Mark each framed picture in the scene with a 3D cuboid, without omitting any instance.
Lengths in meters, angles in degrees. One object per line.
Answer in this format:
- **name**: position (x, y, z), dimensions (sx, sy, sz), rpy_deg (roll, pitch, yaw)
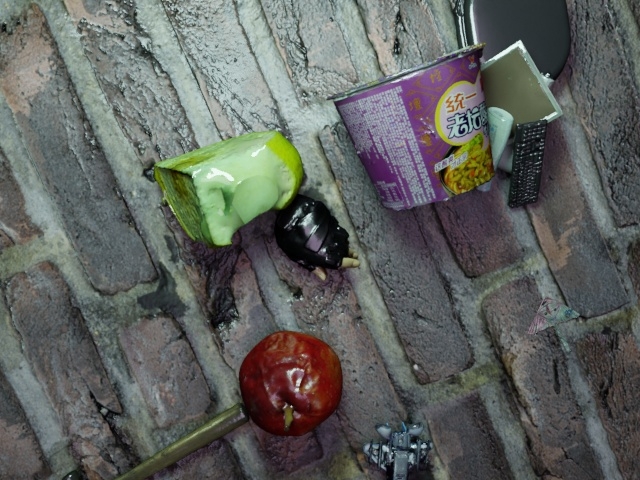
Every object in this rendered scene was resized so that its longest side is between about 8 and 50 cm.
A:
- **framed picture**: position (0.413, -0.314, 1.230), dimensions (0.142, 0.011, 0.183), rpy_deg (-30, 87, 23)

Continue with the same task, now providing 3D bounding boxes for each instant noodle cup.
- **instant noodle cup**: position (0.213, -0.229, 1.187), dimensions (0.340, 0.340, 0.266), rpy_deg (-21, 103, -3)

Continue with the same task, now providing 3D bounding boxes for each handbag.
- **handbag**: position (0.431, -0.477, 1.289), dimensions (0.254, 0.093, 0.308), rpy_deg (-10, 94, -2)

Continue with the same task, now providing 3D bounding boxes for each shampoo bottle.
- **shampoo bottle**: position (0.375, -0.193, 1.249), dimensions (0.041, 0.069, 0.190), rpy_deg (-22, 135, -25)

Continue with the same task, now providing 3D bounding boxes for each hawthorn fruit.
- **hawthorn fruit**: position (-0.060, 0.326, 1.219), dimensions (0.230, 0.266, 0.210), rpy_deg (-14, 113, 0)

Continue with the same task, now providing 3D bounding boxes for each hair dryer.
- **hair dryer**: position (0.455, -0.267, 1.277), dimensions (0.131, 0.073, 0.236), rpy_deg (23, 117, -6)

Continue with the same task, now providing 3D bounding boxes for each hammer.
- **hammer**: position (-0.364, 0.503, 1.310), dimensions (0.440, 0.044, 0.168), rpy_deg (-31, 94, -2)

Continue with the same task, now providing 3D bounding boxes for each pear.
- **pear**: position (-0.173, -0.120, 1.210), dimensions (0.282, 0.286, 0.176), rpy_deg (-29, 115, -25)

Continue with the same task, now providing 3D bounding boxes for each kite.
- **kite**: position (0.566, 0.206, 1.379), dimensions (0.137, 0.005, 0.152), rpy_deg (-19, 95, 0)

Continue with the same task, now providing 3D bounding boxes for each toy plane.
- **toy plane**: position (0.180, 0.541, 1.334), dimensions (0.169, 0.078, 0.246), rpy_deg (0, 93, -5)

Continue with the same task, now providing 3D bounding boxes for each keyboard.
- **keyboard**: position (0.463, -0.165, 1.271), dimensions (0.072, 0.023, 0.231), rpy_deg (-10, 133, 3)

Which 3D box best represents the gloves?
- **gloves**: position (0.000, 0.000, 1.278), dimensions (0.203, 0.124, 0.164), rpy_deg (25, 102, 10)
